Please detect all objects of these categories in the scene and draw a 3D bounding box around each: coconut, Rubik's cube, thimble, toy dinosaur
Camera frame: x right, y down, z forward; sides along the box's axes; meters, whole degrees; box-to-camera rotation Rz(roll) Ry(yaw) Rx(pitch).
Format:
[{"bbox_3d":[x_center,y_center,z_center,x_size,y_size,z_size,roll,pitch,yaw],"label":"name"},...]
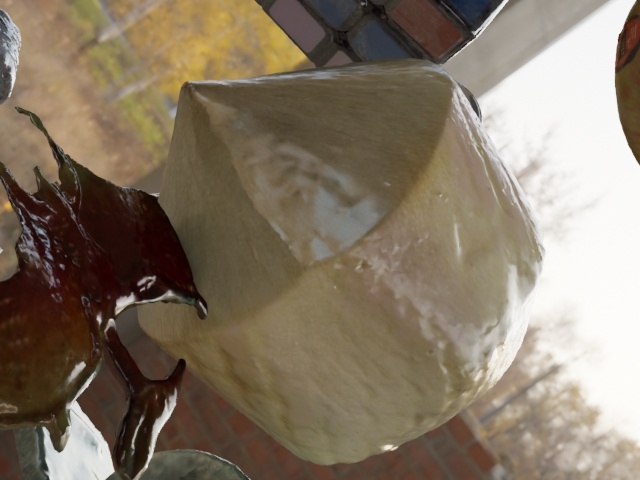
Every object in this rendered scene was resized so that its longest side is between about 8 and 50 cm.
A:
[{"bbox_3d":[0.000,0.000,0.913,0.329,0.328,0.329,55,0,0],"label":"coconut"},{"bbox_3d":[0.112,-0.439,1.688,0.362,0.363,0.359,44,-21,-8],"label":"Rubik's cube"},{"bbox_3d":[-0.477,-0.247,1.599,0.151,0.127,0.118,14,37,-17],"label":"thimble"},{"bbox_3d":[-0.159,0.026,0.695,0.207,0.112,0.327,56,21,-29],"label":"toy dinosaur"}]

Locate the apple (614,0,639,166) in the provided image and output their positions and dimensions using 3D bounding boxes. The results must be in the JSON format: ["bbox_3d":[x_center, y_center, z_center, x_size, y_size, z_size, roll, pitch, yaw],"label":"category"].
[{"bbox_3d":[0.369,-0.145,1.000,0.261,0.260,0.194,55,41,-10],"label":"apple"}]

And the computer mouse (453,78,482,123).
[{"bbox_3d":[0.122,-0.131,1.209,0.096,0.039,0.066,22,49,-34],"label":"computer mouse"}]

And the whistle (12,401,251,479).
[{"bbox_3d":[-0.146,0.261,0.961,0.404,0.188,0.168,21,-26,38],"label":"whistle"}]

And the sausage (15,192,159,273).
[{"bbox_3d":[-0.256,0.002,1.554,0.076,0.302,0.103,-3,-72,54],"label":"sausage"}]

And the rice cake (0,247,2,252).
[{"bbox_3d":[-0.518,-0.042,1.619,0.211,0.038,0.124,54,8,-13],"label":"rice cake"}]
